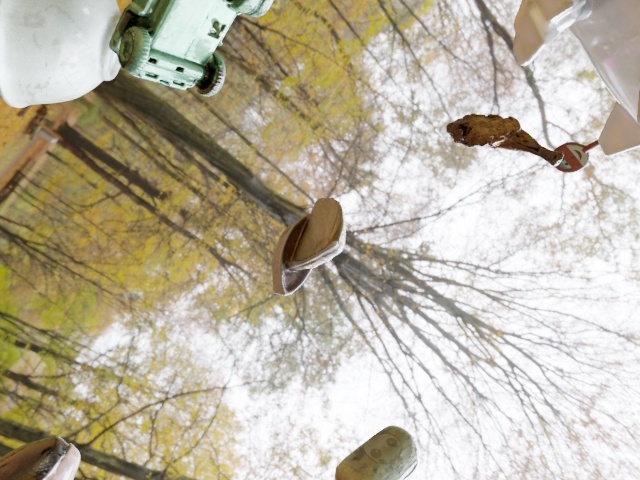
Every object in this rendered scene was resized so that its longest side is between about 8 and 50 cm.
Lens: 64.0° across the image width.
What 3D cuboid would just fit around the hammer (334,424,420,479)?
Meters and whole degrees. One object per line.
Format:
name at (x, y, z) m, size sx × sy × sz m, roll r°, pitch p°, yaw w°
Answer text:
hammer at (0.181, 0.530, 1.012) m, size 0.305 × 0.202 × 0.113 m, roll 47°, pitch -44°, yaw 25°

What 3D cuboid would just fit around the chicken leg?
chicken leg at (0.232, -0.130, 0.651) m, size 0.145 × 0.037 × 0.062 m, roll 14°, pitch -131°, yaw 12°

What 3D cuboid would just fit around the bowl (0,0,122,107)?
bowl at (-0.428, -0.364, 0.902) m, size 0.313 × 0.146 × 0.313 m, roll -164°, pitch -90°, yaw -75°

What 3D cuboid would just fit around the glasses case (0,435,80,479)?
glasses case at (-0.298, 0.266, 0.343) m, size 0.122 × 0.075 × 0.314 m, roll -30°, pitch -166°, yaw 48°

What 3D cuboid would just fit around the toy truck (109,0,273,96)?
toy truck at (-0.188, -0.349, 0.742) m, size 0.279 × 0.155 × 0.156 m, roll -46°, pitch -123°, yaw 33°

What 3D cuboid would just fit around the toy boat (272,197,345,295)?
toy boat at (-0.014, -0.002, 1.350) m, size 0.293 × 0.111 × 0.276 m, roll -36°, pitch -150°, yaw 37°

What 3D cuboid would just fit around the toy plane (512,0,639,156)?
toy plane at (0.230, -0.187, 0.398) m, size 0.117 × 0.245 × 0.244 m, roll -22°, pitch -143°, yaw 62°

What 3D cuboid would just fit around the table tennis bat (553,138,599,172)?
table tennis bat at (0.739, -0.250, 1.464) m, size 0.155 × 0.098 × 0.019 m, roll -33°, pitch -165°, yaw 42°
